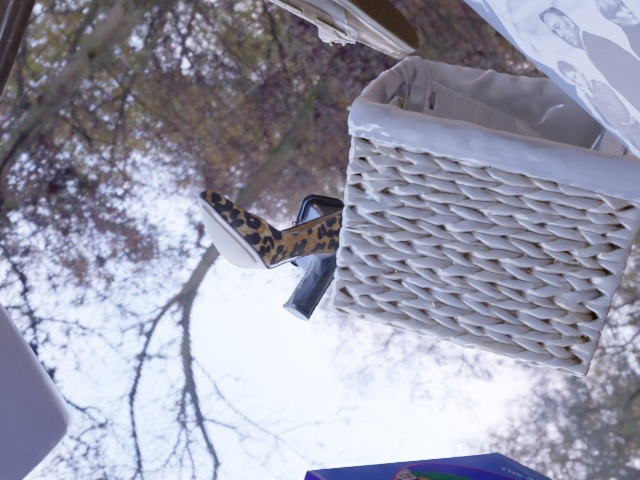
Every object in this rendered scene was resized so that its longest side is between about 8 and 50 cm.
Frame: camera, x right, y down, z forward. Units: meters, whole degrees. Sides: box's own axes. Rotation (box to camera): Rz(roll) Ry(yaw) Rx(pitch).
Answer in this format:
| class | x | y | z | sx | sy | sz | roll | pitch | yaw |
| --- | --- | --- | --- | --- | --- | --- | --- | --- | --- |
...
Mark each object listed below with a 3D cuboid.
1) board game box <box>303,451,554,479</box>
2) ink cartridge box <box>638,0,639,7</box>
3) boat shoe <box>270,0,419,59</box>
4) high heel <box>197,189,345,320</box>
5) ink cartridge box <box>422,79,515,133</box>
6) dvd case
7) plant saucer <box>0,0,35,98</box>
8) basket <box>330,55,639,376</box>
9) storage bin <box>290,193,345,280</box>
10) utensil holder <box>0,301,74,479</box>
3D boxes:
| class | x | y | z | sx | sy | sz | roll | pitch | yaw |
| --- | --- | --- | --- | --- | --- | --- | --- | --- | --- |
| board game box | 0.176 | 0.240 | 0.499 | 0.233 | 0.347 | 0.078 | 10 | -83 | -45 |
| ink cartridge box | 0.249 | 0.044 | 0.232 | 0.307 | 0.072 | 0.303 | 63 | 165 | -21 |
| boat shoe | 0.014 | -0.219 | 0.793 | 0.170 | 0.059 | 0.063 | 31 | -142 | -11 |
| high heel | -0.047 | -0.035 | 1.119 | 0.261 | 0.093 | 0.186 | 48 | -115 | -37 |
| ink cartridge box | 0.161 | -0.129 | 0.928 | 0.115 | 0.029 | 0.063 | 22 | -124 | -13 |
| dvd case | 0.152 | -0.135 | 0.454 | 0.238 | 0.029 | 0.179 | 43 | 171 | 2 |
| plant saucer | -0.332 | -0.193 | 0.827 | 0.041 | 0.278 | 0.278 | 20 | -131 | -28 |
| basket | 0.211 | -0.050 | 1.009 | 0.328 | 0.331 | 0.266 | -52 | -28 | -63 |
| storage bin | 0.000 | 0.000 | 1.419 | 0.098 | 0.135 | 0.091 | 9 | -162 | -24 |
| utensil holder | -0.399 | 0.055 | 0.537 | 0.385 | 0.327 | 0.327 | 57 | -148 | -6 |
